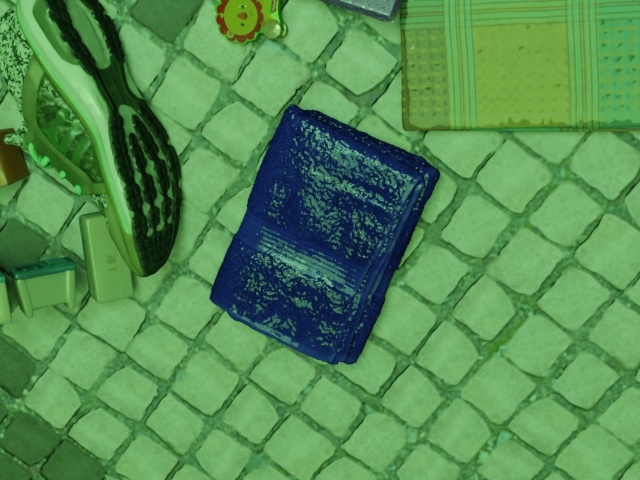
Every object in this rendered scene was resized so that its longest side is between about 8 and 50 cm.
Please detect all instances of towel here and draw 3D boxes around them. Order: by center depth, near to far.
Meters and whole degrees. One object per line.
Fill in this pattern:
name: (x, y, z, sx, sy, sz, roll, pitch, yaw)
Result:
towel: (0.283, -0.268, 1.175, 0.370, 0.040, 0.271, 0, 103, 10)
towel: (0.000, 0.000, 1.263, 0.227, 0.076, 0.308, 23, 106, 1)

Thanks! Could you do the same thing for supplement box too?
supplement box: (-0.530, -0.088, 1.314, 0.233, 0.080, 0.078, -14, 101, 10)

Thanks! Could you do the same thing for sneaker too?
sneaker: (-0.320, -0.137, 1.254, 0.182, 0.158, 0.410, -19, 96, 25)

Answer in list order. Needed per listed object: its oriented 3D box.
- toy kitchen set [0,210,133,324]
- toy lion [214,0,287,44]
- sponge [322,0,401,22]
toy kitchen set: (-0.392, 0.023, 1.333, 0.207, 0.166, 0.122, -11, 106, -27)
toy lion: (-0.088, -0.301, 1.223, 0.096, 0.034, 0.100, 13, 106, 12)
sponge: (0.011, -0.352, 1.160, 0.210, 0.031, 0.117, 21, 88, 13)
